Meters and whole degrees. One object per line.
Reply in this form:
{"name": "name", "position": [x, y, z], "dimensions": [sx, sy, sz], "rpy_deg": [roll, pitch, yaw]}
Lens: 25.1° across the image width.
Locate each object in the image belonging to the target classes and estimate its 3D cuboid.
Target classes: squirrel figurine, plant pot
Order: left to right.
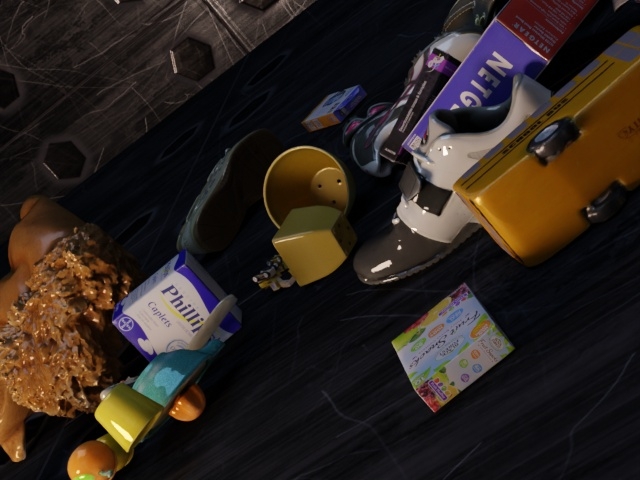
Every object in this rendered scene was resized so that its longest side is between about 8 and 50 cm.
{"name": "squirrel figurine", "position": [-0.438, 0.151, 2.225], "dimensions": [0.370, 0.281, 0.397], "rpy_deg": [-51, 15, -11]}
{"name": "plant pot", "position": [-0.002, -0.071, 2.079], "dimensions": [0.134, 0.134, 0.095], "rpy_deg": [-34, -8, 23]}
{"name": "plant pot", "position": [0.000, 0.000, 1.941], "dimensions": [0.083, 0.081, 0.081], "rpy_deg": [-17, 27, 34]}

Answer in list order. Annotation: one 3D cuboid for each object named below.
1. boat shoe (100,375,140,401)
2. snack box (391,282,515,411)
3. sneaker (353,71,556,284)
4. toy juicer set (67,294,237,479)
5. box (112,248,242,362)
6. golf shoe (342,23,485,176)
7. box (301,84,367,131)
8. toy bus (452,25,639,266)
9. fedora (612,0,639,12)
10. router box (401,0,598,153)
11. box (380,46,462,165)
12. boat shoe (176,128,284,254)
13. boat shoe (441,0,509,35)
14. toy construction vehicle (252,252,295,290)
{"name": "boat shoe", "position": [-0.262, 0.209, 1.992], "dimensions": [0.049, 0.043, 0.137], "rpy_deg": [-59, -8, 15]}
{"name": "snack box", "position": [0.129, 0.104, 1.428], "dimensions": [0.100, 0.037, 0.141], "rpy_deg": [-40, 16, 5]}
{"name": "sneaker", "position": [0.147, -0.078, 1.689], "dimensions": [0.330, 0.146, 0.122], "rpy_deg": [-36, 18, 21]}
{"name": "toy juicer set", "position": [-0.205, 0.219, 1.855], "dimensions": [0.209, 0.089, 0.329], "rpy_deg": [-56, -6, 30]}
{"name": "box", "position": [-0.201, 0.107, 2.029], "dimensions": [0.137, 0.126, 0.072], "rpy_deg": [-39, 15, 7]}
{"name": "golf shoe", "position": [0.159, -0.194, 2.096], "dimensions": [0.273, 0.105, 0.120], "rpy_deg": [-45, 31, 8]}
{"name": "box", "position": [0.028, -0.240, 2.614], "dimensions": [0.081, 0.028, 0.136], "rpy_deg": [-48, 19, -23]}
{"name": "toy bus", "position": [0.304, -0.120, 1.497], "dimensions": [0.333, 0.108, 0.130], "rpy_deg": [-41, 14, 1]}
{"name": "fedora", "position": [0.456, -0.313, 1.618], "dimensions": [0.244, 0.124, 0.275], "rpy_deg": [-44, 4, -21]}
{"name": "router box", "position": [0.266, -0.262, 1.817], "dimensions": [0.301, 0.082, 0.335], "rpy_deg": [-49, -2, -28]}
{"name": "box", "position": [0.144, -0.178, 1.964], "dimensions": [0.162, 0.029, 0.116], "rpy_deg": [-64, -20, 6]}
{"name": "boat shoe", "position": [-0.160, -0.087, 2.495], "dimensions": [0.089, 0.104, 0.285], "rpy_deg": [-19, 27, 47]}
{"name": "boat shoe", "position": [0.282, -0.337, 2.128], "dimensions": [0.305, 0.109, 0.091], "rpy_deg": [-15, 25, 50]}
{"name": "toy construction vehicle", "position": [-0.048, 0.040, 2.036], "dimensions": [0.098, 0.035, 0.086], "rpy_deg": [-22, 13, 43]}
